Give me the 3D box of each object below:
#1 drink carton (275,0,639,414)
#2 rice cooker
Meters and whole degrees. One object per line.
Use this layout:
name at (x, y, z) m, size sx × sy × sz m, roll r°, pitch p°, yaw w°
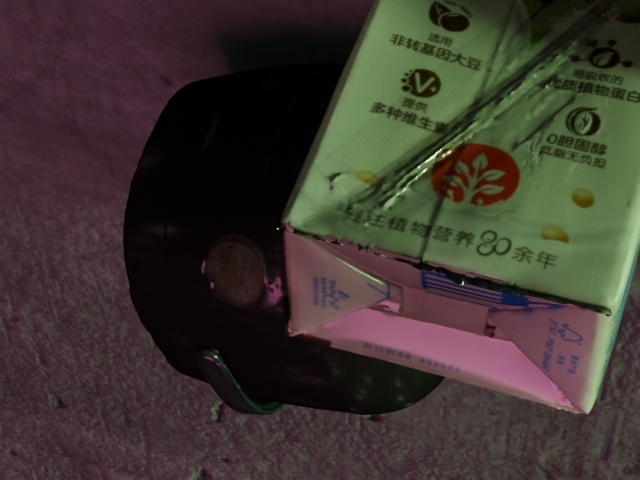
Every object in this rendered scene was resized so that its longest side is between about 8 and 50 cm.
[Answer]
drink carton at (0.113, -0.071, 1.081) m, size 0.194 × 0.324 × 0.132 m, roll 16°, pitch 147°, yaw 9°
rice cooker at (0.000, 0.000, 1.321) m, size 0.224 × 0.267 × 0.267 m, roll 3°, pitch 142°, yaw 21°
